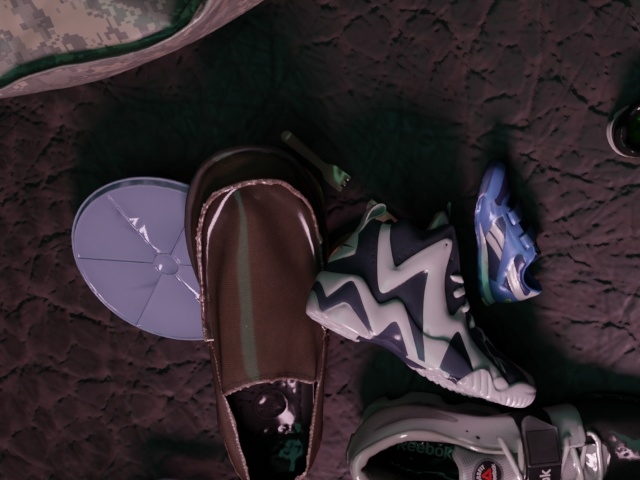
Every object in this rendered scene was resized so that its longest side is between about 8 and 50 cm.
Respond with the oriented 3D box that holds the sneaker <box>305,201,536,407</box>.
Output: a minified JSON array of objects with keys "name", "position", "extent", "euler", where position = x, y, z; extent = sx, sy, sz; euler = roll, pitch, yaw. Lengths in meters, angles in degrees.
[{"name":"sneaker","position":[0.117,0.048,1.712],"extent":[0.235,0.094,0.153],"euler":[26,83,-7]}]

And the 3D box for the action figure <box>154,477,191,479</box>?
[{"name":"action figure","position":[-0.127,0.446,1.765],"extent":[0.248,0.370,0.275],"euler":[7,121,24]}]

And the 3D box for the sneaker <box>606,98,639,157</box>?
[{"name":"sneaker","position":[0.332,-0.116,1.663],"extent":[0.170,0.075,0.063],"euler":[-22,97,19]}]

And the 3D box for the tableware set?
[{"name":"tableware set","position":[0.000,0.000,1.799],"extent":[0.194,0.039,0.128],"euler":[39,110,3]}]

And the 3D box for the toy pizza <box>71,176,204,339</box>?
[{"name":"toy pizza","position":[-0.146,0.015,1.825],"extent":[0.201,0.032,0.201],"euler":[10,130,12]}]

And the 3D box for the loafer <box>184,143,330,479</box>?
[{"name":"loafer","position":[-0.042,0.084,1.741],"extent":[0.134,0.130,0.365],"euler":[-10,119,-5]}]

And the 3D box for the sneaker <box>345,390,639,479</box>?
[{"name":"sneaker","position":[0.184,0.216,1.751],"extent":[0.331,0.146,0.122],"euler":[-2,102,14]}]

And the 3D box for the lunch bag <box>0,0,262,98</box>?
[{"name":"lunch bag","position":[-0.178,-0.237,1.684],"extent":[0.287,0.235,0.169],"euler":[-12,97,18]}]

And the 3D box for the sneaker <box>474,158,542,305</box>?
[{"name":"sneaker","position":[0.176,-0.008,1.744],"extent":[0.059,0.053,0.144],"euler":[1,113,19]}]
